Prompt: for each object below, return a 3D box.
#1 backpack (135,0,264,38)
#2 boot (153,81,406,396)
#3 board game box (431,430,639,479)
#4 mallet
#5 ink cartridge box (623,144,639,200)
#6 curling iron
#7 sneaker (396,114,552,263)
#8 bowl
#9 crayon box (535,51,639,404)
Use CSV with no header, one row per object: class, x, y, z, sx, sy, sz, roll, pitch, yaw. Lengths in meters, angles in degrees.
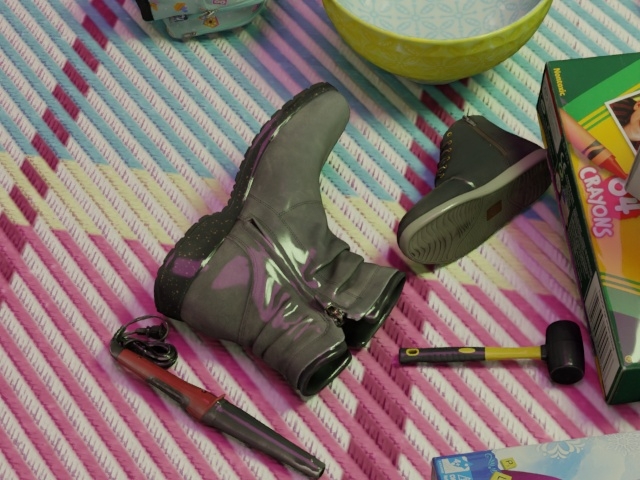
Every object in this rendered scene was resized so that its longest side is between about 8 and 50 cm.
backpack,-0.130,-0.341,1.902,0.188,0.144,0.166,-11,44,23
boot,0.000,0.000,1.653,0.222,0.118,0.338,26,66,18
board game box,0.281,0.306,1.370,0.318,0.066,0.319,-7,41,-5
mallet,0.176,0.108,1.594,0.189,0.039,0.062,4,51,10
ink cartridge box,0.461,-0.128,1.494,0.198,0.197,0.270,38,67,16
curling iron,-0.105,0.156,1.557,0.274,0.035,0.068,32,58,26
sneaker,0.144,-0.057,1.713,0.222,0.083,0.118,-29,48,-30
bowl,0.135,-0.278,1.841,0.289,0.156,0.289,0,49,0
crayon box,0.416,-0.030,1.612,0.313,0.106,0.363,-7,63,-4
